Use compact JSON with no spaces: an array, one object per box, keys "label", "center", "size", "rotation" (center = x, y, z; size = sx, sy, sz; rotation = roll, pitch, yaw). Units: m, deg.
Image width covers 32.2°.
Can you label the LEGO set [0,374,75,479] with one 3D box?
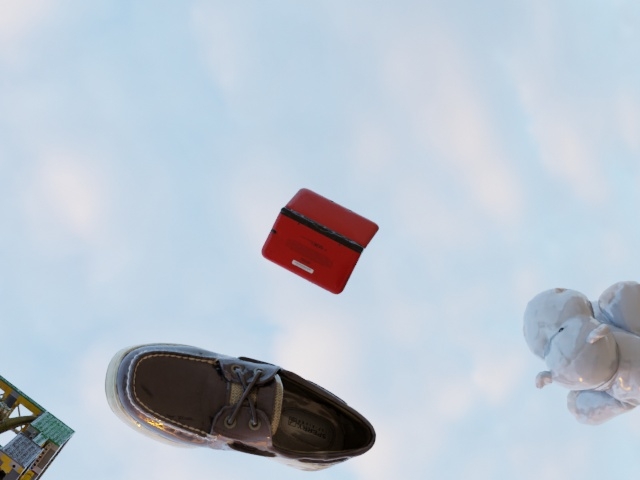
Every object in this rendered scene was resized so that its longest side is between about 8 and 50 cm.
[{"label":"LEGO set","center":[-0.460,0.275,1.363],"size":[0.255,0.331,0.192],"rotation":[37,-90,-10]}]

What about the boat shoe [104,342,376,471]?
[{"label":"boat shoe","center":[-0.067,0.157,1.061],"size":[0.285,0.092,0.103],"rotation":[25,-120,-34]}]

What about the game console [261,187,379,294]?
[{"label":"game console","center":[0.000,0.000,1.732],"size":[0.124,0.144,0.085],"rotation":[-64,-9,5]}]

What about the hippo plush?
[{"label":"hippo plush","center":[0.418,0.198,1.751],"size":[0.236,0.234,0.294],"rotation":[10,-140,-36]}]
